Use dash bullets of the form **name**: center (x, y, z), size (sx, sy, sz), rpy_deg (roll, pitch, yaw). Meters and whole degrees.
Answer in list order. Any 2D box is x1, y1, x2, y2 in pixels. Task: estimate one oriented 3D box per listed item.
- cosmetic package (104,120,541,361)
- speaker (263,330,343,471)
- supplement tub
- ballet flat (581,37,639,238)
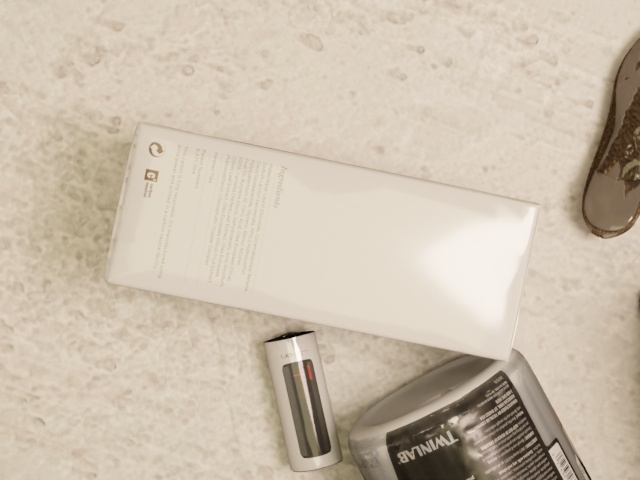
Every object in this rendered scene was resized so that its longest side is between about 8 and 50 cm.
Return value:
- **cosmetic package**: center (0.000, 0.000, 1.063), size (0.365, 0.197, 0.155), rpy_deg (12, 89, -2)
- **speaker**: center (-0.018, 0.161, 1.130), size (0.055, 0.055, 0.136), rpy_deg (-12, 90, -3)
- **supplement tub**: center (0.177, 0.278, 1.071), size (0.193, 0.193, 0.316), rpy_deg (-28, 92, -3)
- **ballet flat**: center (0.334, -0.116, 1.157), size (0.084, 0.058, 0.250), rpy_deg (19, 82, 19)
